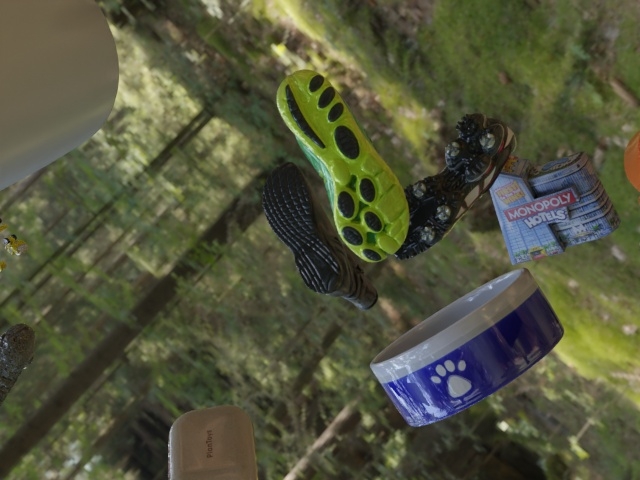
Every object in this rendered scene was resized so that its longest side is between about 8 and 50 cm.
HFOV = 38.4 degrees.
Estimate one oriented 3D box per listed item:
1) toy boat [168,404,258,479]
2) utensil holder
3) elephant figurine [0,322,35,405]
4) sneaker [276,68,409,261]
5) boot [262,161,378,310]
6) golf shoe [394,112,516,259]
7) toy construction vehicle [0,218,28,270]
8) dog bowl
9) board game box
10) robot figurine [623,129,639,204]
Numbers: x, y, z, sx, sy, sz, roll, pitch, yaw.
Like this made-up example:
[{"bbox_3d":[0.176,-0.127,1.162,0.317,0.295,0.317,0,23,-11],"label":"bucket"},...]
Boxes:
[{"bbox_3d":[-0.178,0.406,1.578,0.231,0.151,0.151,-102,3,-52],"label":"toy boat"},{"bbox_3d":[-0.504,-0.210,1.250,0.327,0.327,0.385,42,-151,0],"label":"utensil holder"},{"bbox_3d":[-0.386,0.191,0.841,0.169,0.239,0.186,20,-143,-19],"label":"elephant figurine"},{"bbox_3d":[0.040,-0.110,1.293,0.295,0.109,0.123,63,-170,-13],"label":"sneaker"},{"bbox_3d":[0.000,0.000,1.488,0.161,0.083,0.246,27,-145,-60],"label":"boot"},{"bbox_3d":[0.212,-0.071,1.452,0.120,0.273,0.105,10,-145,-54],"label":"golf shoe"},{"bbox_3d":[-0.534,0.003,1.495,0.098,0.035,0.086,38,-152,0],"label":"toy construction vehicle"},{"bbox_3d":[0.208,0.151,1.307,0.104,0.265,0.265,57,168,2],"label":"dog bowl"},{"bbox_3d":[0.369,-0.070,1.539,0.194,0.060,0.194,-18,116,39],"label":"board game box"},{"bbox_3d":[0.536,-0.129,1.388,0.128,0.158,0.219,56,-179,9],"label":"robot figurine"}]
